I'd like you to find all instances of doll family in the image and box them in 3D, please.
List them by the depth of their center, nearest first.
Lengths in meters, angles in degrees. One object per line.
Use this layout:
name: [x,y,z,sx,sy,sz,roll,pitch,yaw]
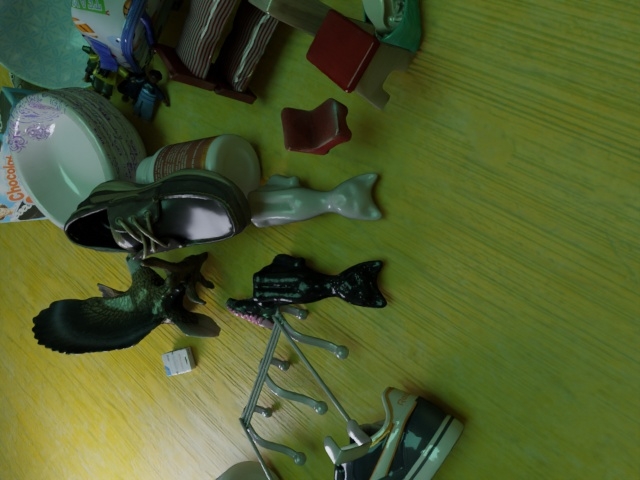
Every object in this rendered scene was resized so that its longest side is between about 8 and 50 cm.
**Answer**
doll family: [-0.384,-0.319,0.961,0.193,0.076,0.111,26,123,-16]

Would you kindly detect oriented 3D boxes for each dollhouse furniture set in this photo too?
dollhouse furniture set: [-0.079,-0.258,0.668,0.374,0.152,0.201,52,122,37]

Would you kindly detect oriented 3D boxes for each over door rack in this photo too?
over door rack: [-0.024,0.282,0.734,0.324,0.108,0.240,-127,51,-59]

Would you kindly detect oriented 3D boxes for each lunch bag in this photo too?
lunch bag: [-0.298,-0.394,0.786,0.243,0.114,0.303,-69,17,3]

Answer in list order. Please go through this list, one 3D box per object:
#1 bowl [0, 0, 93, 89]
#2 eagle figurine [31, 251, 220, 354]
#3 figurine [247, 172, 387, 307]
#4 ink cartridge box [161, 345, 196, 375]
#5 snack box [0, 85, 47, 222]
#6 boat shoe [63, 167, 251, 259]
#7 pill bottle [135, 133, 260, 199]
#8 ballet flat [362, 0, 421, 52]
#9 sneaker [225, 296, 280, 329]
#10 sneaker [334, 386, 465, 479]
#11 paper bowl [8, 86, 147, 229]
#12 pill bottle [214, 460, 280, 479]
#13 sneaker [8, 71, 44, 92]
bowl: [-0.529,-0.467,0.985,0.289,0.289,0.156,-48,26,29]
eagle figurine: [-0.349,0.118,0.935,0.298,0.226,0.225,-33,40,17]
figurine: [0.000,0.000,0.757,0.209,0.092,0.215,0,96,27]
ink cartridge box: [-0.290,0.250,1.017,0.083,0.028,0.048,-20,85,35]
snack box: [-0.642,-0.181,1.103,0.060,0.187,0.322,46,119,21]
boat shoe: [-0.268,-0.023,0.781,0.355,0.130,0.132,-3,126,32]
pill bottle: [-0.222,-0.115,0.862,0.216,0.121,0.121,0,96,34]
ballet flat: [0.085,-0.364,0.637,0.083,0.087,0.247,-5,93,35]
sneaker: [-0.118,0.118,0.878,0.119,0.047,0.057,16,83,31]
sneaker: [0.078,0.360,0.723,0.127,0.126,0.321,33,103,22]
paper bowl: [-0.466,-0.162,0.985,0.284,0.148,0.284,12,117,24]
pill bottle: [-0.187,0.535,0.914,0.264,0.146,0.146,-48,70,29]
sneaker: [-0.653,-0.414,1.139,0.225,0.088,0.093,-46,72,30]
